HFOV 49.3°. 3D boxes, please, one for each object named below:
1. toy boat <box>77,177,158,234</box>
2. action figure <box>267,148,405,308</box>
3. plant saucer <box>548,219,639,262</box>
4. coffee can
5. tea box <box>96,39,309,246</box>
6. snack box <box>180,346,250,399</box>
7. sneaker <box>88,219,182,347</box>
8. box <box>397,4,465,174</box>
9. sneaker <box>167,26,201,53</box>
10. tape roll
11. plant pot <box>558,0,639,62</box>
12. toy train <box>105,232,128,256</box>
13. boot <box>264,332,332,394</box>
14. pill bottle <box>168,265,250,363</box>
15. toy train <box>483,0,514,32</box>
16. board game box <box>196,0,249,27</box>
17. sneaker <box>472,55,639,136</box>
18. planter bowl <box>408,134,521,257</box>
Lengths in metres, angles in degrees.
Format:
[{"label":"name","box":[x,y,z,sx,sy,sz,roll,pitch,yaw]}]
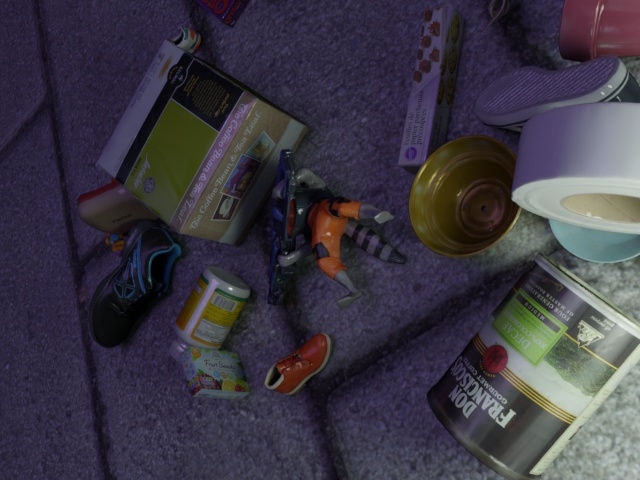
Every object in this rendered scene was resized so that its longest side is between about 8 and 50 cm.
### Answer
[{"label":"toy boat","box":[-0.511,-0.117,1.789,0.231,0.151,0.151,-19,55,23]},{"label":"action figure","box":[0.000,0.000,1.406,0.330,0.178,0.341,43,132,45]},{"label":"plant saucer","box":[0.457,-0.056,1.094,0.195,0.037,0.195,-12,69,35]},{"label":"coffee can","box":[0.318,0.186,1.025,0.275,0.201,0.201,-55,51,11]},{"label":"tea box","box":[-0.266,-0.214,1.574,0.323,0.220,0.329,38,101,29]},{"label":"snack box","box":[-0.221,0.280,1.468,0.037,0.141,0.100,-41,55,23]},{"label":"sneaker","box":[-0.460,0.122,1.722,0.139,0.125,0.341,28,97,36]},{"label":"box","box":[0.216,-0.288,1.342,0.063,0.067,0.324,4,78,40]},{"label":"sneaker","box":[-0.396,-0.510,1.893,0.161,0.075,0.057,-49,52,17]},{"label":"tape roll","box":[0.407,-0.087,0.934,0.286,0.286,0.100,5,79,40]},{"label":"plant pot","box":[0.488,-0.368,1.077,0.180,0.201,0.201,17,88,25]},{"label":"toy train","box":[-0.500,-0.011,1.850,0.125,0.046,0.166,-50,39,-13]},{"label":"boot","box":[-0.044,0.242,1.377,0.158,0.084,0.059,-52,50,13]},{"label":"pill bottle","box":[-0.250,0.171,1.542,0.117,0.117,0.208,34,99,40]},{"label":"toy train","box":[0.329,-0.522,1.287,0.143,0.105,0.248,46,106,32]},{"label":"board game box","box":[-0.280,-0.736,1.891,0.347,0.056,0.208,45,110,38]},{"label":"sneaker","box":[0.385,-0.211,1.148,0.126,0.127,0.321,-53,24,-8]},{"label":"planter bowl","box":[0.268,-0.066,1.214,0.217,0.090,0.217,-13,68,36]}]
